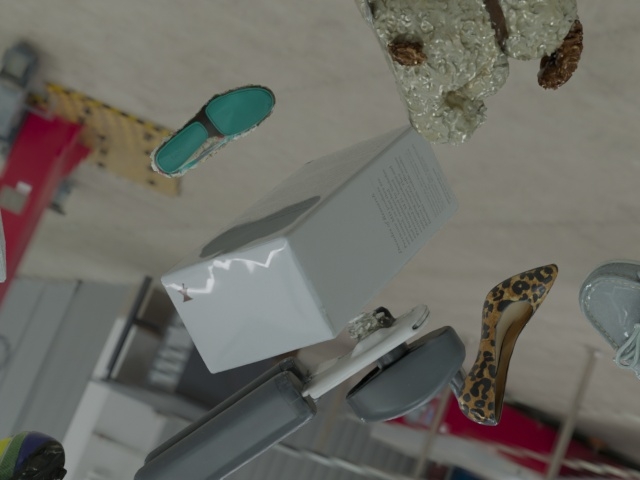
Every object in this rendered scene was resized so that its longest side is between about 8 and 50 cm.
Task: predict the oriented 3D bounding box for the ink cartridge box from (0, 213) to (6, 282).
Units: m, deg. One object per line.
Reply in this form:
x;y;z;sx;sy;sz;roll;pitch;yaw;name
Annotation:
-0.523;-0.001;1.874;0.175;0.072;0.127;-2;144;-8;ink cartridge box

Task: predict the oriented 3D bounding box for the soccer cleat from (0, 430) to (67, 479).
-0.503;0.364;2.004;0.121;0.093;0.289;12;-155;36;soccer cleat

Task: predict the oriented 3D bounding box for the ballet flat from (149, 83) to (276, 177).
-0.185;-0.191;2.327;0.091;0.241;0.077;59;180;-6;ballet flat

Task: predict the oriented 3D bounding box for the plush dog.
0.173;-0.252;1.517;0.210;0.225;0.262;-107;-9;-84;plush dog

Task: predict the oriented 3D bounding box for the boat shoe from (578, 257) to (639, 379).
0.411;0.132;1.486;0.320;0.118;0.103;42;-158;21;boat shoe

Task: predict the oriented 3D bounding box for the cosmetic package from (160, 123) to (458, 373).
0.000;0.000;1.988;0.230;0.453;0.161;-18;103;35;cosmetic package

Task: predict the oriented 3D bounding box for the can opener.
-0.019;0.138;1.080;0.093;0.280;0.074;58;-169;-5;can opener

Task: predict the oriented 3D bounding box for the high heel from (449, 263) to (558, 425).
0.311;0.168;2.173;0.093;0.261;0.186;37;-165;-41;high heel
